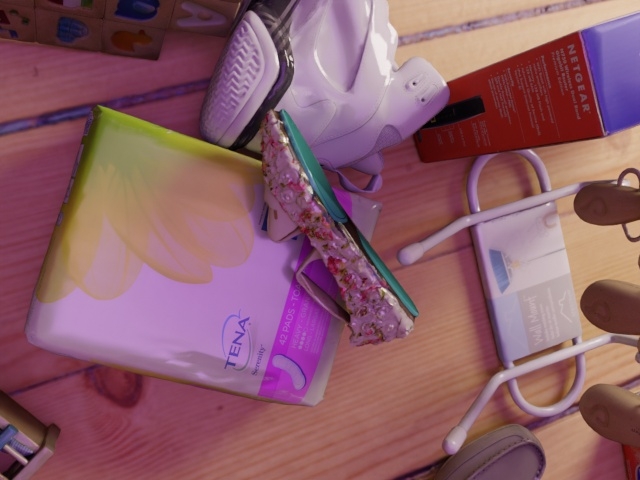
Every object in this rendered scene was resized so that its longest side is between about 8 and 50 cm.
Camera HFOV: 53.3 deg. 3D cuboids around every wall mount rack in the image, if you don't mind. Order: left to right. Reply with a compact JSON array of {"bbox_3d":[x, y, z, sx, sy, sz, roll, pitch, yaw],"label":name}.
[{"bbox_3d":[0.223,0.068,0.719,0.304,0.130,0.350,-17,98,-15],"label":"wall mount rack"}]

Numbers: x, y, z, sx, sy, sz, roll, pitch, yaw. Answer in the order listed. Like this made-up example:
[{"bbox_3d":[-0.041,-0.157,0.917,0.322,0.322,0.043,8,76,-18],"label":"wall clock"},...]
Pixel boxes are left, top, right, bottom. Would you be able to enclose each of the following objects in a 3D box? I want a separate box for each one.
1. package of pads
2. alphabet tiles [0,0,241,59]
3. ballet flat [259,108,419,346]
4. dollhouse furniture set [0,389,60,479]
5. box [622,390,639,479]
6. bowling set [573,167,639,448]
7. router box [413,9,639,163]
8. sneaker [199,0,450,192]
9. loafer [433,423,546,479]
[{"bbox_3d":[-0.110,0.028,0.631,0.296,0.101,0.229,18,87,-17],"label":"package of pads"},{"bbox_3d":[-0.218,-0.231,0.483,0.342,0.285,0.011,3,73,-22],"label":"alphabet tiles"},{"bbox_3d":[0.000,0.000,0.573,0.077,0.091,0.241,-32,98,10],"label":"ballet flat"},{"bbox_3d":[-0.324,0.199,0.534,0.129,0.183,0.129,-47,105,-9],"label":"dollhouse furniture set"},{"bbox_3d":[0.488,0.322,0.818,0.122,0.128,0.257,-14,98,-15],"label":"box"},{"bbox_3d":[0.377,0.065,0.632,0.199,0.154,0.287,-8,95,-19],"label":"bowling set"},{"bbox_3d":[0.298,-0.172,0.636,0.335,0.301,0.082,-20,99,-14],"label":"router box"},{"bbox_3d":[0.037,-0.231,0.644,0.210,0.137,0.366,23,91,-18],"label":"sneaker"},{"bbox_3d":[0.151,0.347,0.726,0.319,0.111,0.112,-46,105,-9],"label":"loafer"}]
